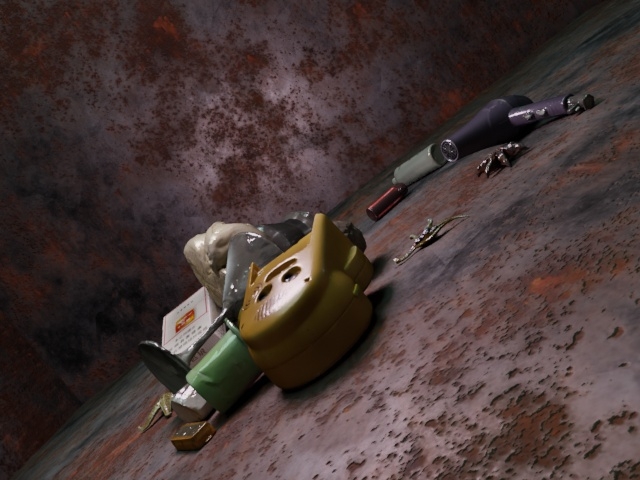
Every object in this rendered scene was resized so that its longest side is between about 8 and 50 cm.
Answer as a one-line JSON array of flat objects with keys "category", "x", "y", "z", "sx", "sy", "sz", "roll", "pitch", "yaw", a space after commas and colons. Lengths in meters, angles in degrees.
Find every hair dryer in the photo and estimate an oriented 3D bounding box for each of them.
[{"category": "hair dryer", "x": 0.497, "y": -0.300, "z": 1.397, "sx": 0.301, "sy": 0.121, "sz": 0.361, "roll": -31, "pitch": 11, "yaw": -25}]

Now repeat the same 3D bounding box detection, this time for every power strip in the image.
[{"category": "power strip", "x": -0.256, "y": 0.382, "z": 1.119, "sx": 0.049, "sy": 0.028, "sz": 0.178, "roll": -44, "pitch": 8, "yaw": -36}]

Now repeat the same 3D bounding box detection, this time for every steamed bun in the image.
[{"category": "steamed bun", "x": -0.256, "y": 0.080, "z": 1.881, "sx": 0.247, "sy": 0.339, "sz": 0.352, "roll": -41, "pitch": 8, "yaw": -26}]

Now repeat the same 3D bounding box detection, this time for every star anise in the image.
[{"category": "star anise", "x": 0.425, "y": -0.196, "z": 1.352, "sx": 0.141, "sy": 0.042, "sz": 0.141, "roll": -39, "pitch": 5, "yaw": 4}]

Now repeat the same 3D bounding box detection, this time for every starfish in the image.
[{"category": "starfish", "x": -0.412, "y": 0.440, "z": 1.578, "sx": 0.217, "sy": 0.050, "sz": 0.223, "roll": -32, "pitch": 10, "yaw": -11}]

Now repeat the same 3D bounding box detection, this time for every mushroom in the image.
[{"category": "mushroom", "x": -0.228, "y": 0.307, "z": 1.272, "sx": 0.223, "sy": 0.081, "sz": 0.092, "roll": -41, "pitch": 1, "yaw": -36}]

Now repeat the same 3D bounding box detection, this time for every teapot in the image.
[{"category": "teapot", "x": -0.154, "y": 0.050, "z": 2.161, "sx": 0.344, "sy": 0.253, "sz": 0.300, "roll": -35, "pitch": -30, "yaw": -58}]

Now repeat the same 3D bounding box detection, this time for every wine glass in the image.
[{"category": "wine glass", "x": -0.248, "y": 0.198, "z": 1.472, "sx": 0.267, "sy": 0.267, "sz": 0.406, "roll": -31, "pitch": 15, "yaw": 50}]

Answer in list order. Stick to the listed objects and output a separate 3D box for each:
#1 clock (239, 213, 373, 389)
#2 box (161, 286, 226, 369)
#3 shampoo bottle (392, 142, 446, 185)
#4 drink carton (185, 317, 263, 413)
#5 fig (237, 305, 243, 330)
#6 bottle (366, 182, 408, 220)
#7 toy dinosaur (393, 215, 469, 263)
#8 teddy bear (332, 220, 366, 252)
[{"category": "clock", "x": -0.030, "y": 0.122, "z": 1.055, "sx": 0.244, "sy": 0.200, "sz": 0.317, "roll": -39, "pitch": 14, "yaw": 20}, {"category": "box", "x": -0.429, "y": 0.306, "z": 1.936, "sx": 0.210, "sy": 0.095, "sz": 0.330, "roll": -38, "pitch": 24, "yaw": 4}, {"category": "shampoo bottle", "x": 0.349, "y": -0.264, "z": 2.100, "sx": 0.085, "sy": 0.085, "sz": 0.262, "roll": -42, "pitch": 7, "yaw": -34}, {"category": "drink carton", "x": -0.185, "y": 0.256, "z": 1.148, "sx": 0.142, "sy": 0.144, "sz": 0.146, "roll": -45, "pitch": 7, "yaw": -9}, {"category": "fig", "x": -0.128, "y": 0.154, "z": 1.275, "sx": 0.126, "sy": 0.185, "sz": 0.133, "roll": -21, "pitch": 33, "yaw": -18}, {"category": "bottle", "x": 0.232, "y": -0.136, "z": 1.960, "sx": 0.164, "sy": 0.060, "sz": 0.060, "roll": -40, "pitch": 6, "yaw": -18}, {"category": "toy dinosaur", "x": 0.226, "y": -0.014, "z": 1.205, "sx": 0.180, "sy": 0.037, "sz": 0.058, "roll": -43, "pitch": 28, "yaw": 20}, {"category": "teddy bear", "x": -0.002, "y": 0.067, "z": 1.375, "sx": 0.267, "sy": 0.151, "sz": 0.236, "roll": -37, "pitch": 7, "yaw": 13}]
